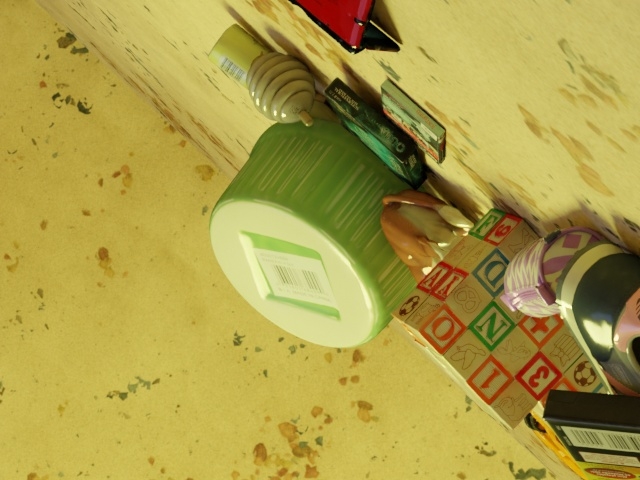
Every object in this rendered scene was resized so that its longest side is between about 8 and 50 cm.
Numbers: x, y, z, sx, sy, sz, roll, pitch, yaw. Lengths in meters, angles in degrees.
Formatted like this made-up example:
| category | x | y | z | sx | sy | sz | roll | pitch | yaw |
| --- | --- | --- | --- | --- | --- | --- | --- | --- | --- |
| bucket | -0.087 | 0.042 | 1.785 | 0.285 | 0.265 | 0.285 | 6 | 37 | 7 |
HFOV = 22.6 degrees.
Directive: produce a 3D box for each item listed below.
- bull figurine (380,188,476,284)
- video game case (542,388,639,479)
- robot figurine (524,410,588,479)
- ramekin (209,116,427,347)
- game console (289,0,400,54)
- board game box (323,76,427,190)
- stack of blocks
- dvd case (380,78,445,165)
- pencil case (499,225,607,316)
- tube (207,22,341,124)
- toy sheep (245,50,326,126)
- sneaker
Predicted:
| category | x | y | z | sx | sy | sz | roll | pitch | yaw |
| --- | --- | --- | --- | --- | --- | --- | --- | --- | --- |
| bull figurine | 0.192 | 0.049 | 1.986 | 0.310 | 0.101 | 0.188 | 41 | 171 | -36 |
| video game case | 0.377 | 0.216 | 1.525 | 0.274 | 0.035 | 0.248 | 2 | 152 | 28 |
| robot figurine | 0.415 | 0.320 | 2.480 | 0.291 | 0.085 | 0.211 | 45 | 175 | -5 |
| ramekin | 0.000 | 0.000 | 2.107 | 0.303 | 0.148 | 0.303 | 26 | 145 | 20 |
| game console | 0.013 | -0.245 | 1.495 | 0.144 | 0.085 | 0.124 | 41 | 143 | 21 |
| board game box | 0.067 | -0.123 | 1.891 | 0.126 | 0.026 | 0.186 | 42 | 179 | 12 |
| stack of blocks | 0.245 | 0.129 | 1.817 | 0.297 | 0.171 | 0.087 | 45 | 175 | -20 |
| dvd case | 0.102 | -0.127 | 1.744 | 0.087 | 0.013 | 0.119 | 43 | 176 | 12 |
| pencil case | 0.238 | 0.037 | 1.604 | 0.086 | 0.088 | 0.206 | 45 | 175 | 3 |
| tube | -0.038 | -0.189 | 2.106 | 0.240 | 0.062 | 0.070 | 39 | -146 | 0 |
| toy sheep | -0.045 | -0.187 | 1.995 | 0.132 | 0.091 | 0.091 | 46 | 177 | 33 |
| sneaker | 0.337 | 0.135 | 1.506 | 0.319 | 0.112 | 0.131 | 45 | 175 | -37 |
